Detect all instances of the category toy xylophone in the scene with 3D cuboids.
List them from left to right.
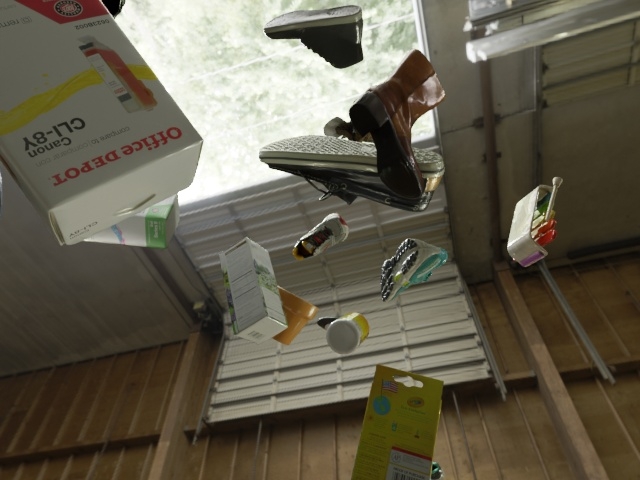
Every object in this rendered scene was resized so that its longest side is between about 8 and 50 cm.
[{"bbox_3d":[0.749,-0.073,1.455,0.081,0.236,0.323,28,-112,-1],"label":"toy xylophone"}]

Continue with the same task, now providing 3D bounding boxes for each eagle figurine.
[{"bbox_3d":[0.168,-0.424,1.580,0.226,0.225,0.298,-10,-142,32],"label":"eagle figurine"}]

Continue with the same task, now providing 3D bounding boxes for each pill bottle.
[{"bbox_3d":[0.103,0.316,1.470,0.117,0.118,0.215,-8,177,18],"label":"pill bottle"}]

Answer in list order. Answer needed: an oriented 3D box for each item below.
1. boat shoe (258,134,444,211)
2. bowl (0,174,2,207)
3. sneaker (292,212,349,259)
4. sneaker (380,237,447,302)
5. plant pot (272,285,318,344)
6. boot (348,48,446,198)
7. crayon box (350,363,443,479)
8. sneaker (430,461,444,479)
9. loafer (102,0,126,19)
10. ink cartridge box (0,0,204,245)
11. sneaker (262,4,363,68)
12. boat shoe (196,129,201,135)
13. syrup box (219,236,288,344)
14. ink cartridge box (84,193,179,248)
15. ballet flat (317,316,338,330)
[{"bbox_3d":[0.062,-0.176,1.107,0.499,0.156,0.187,12,-148,17],"label":"boat shoe"},{"bbox_3d":[-0.825,-0.055,0.954,0.077,0.392,0.391,8,-152,-22],"label":"bowl"},{"bbox_3d":[0.000,0.000,1.264,0.225,0.088,0.092,-40,178,43],"label":"sneaker"},{"bbox_3d":[0.234,0.093,1.118,0.109,0.275,0.107,8,-120,-15],"label":"sneaker"},{"bbox_3d":[-0.139,0.308,1.698,0.205,0.205,0.188,20,-101,44],"label":"plant pot"},{"bbox_3d":[0.210,-0.268,0.979,0.280,0.264,0.096,-47,-165,-32],"label":"boot"},{"bbox_3d":[0.219,0.531,1.176,0.202,0.081,0.319,12,-114,13],"label":"crayon box"},{"bbox_3d":[0.283,0.673,1.261,0.166,0.076,0.065,-1,-136,15],"label":"sneaker"},{"bbox_3d":[-0.589,-0.659,1.170,0.095,0.109,0.303,-1,-122,14],"label":"loafer"},{"bbox_3d":[-0.432,-0.231,0.743,0.279,0.385,0.160,-35,177,-30],"label":"ink cartridge box"},{"bbox_3d":[-0.014,-0.438,0.938,0.221,0.118,0.083,1,-133,14],"label":"sneaker"},{"bbox_3d":[-0.338,-0.260,1.115,0.056,0.048,0.153,-45,-164,4],"label":"boat shoe"},{"bbox_3d":[-0.166,0.118,1.029,0.096,0.093,0.237,-32,-127,13],"label":"syrup box"},{"bbox_3d":[-0.472,-0.063,1.043,0.212,0.093,0.154,4,-149,-8],"label":"ink cartridge box"},{"bbox_3d":[0.082,0.369,1.802,0.203,0.074,0.074,1,-141,9],"label":"ballet flat"}]
